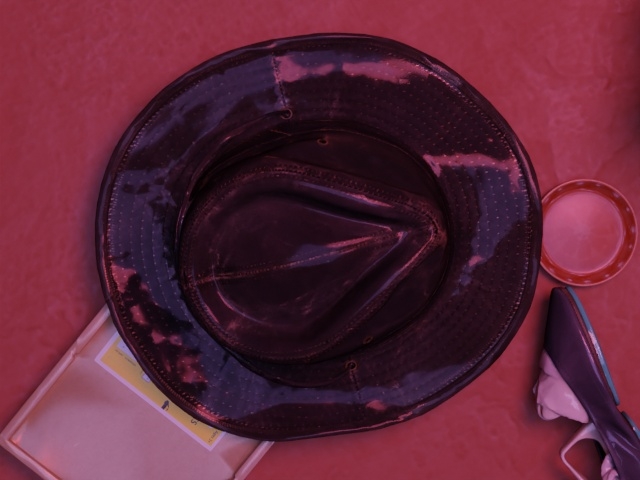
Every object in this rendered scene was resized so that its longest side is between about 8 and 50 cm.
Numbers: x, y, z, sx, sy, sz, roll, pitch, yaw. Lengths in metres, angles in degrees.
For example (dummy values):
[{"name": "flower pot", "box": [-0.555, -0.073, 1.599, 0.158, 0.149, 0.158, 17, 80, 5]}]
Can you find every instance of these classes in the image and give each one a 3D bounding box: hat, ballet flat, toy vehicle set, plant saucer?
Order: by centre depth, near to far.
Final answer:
[{"name": "hat", "box": [0.000, 0.000, 0.928, 0.332, 0.134, 0.331, 0, 92, -1]}, {"name": "ballet flat", "box": [0.205, 0.135, 1.009, 0.074, 0.074, 0.203, -28, 96, 0]}, {"name": "toy vehicle set", "box": [-0.099, 0.099, 1.015, 0.166, 0.035, 0.267, 40, 91, -3]}, {"name": "plant saucer", "box": [0.203, -0.006, 1.027, 0.084, 0.013, 0.083, 0, 93, -2]}]
